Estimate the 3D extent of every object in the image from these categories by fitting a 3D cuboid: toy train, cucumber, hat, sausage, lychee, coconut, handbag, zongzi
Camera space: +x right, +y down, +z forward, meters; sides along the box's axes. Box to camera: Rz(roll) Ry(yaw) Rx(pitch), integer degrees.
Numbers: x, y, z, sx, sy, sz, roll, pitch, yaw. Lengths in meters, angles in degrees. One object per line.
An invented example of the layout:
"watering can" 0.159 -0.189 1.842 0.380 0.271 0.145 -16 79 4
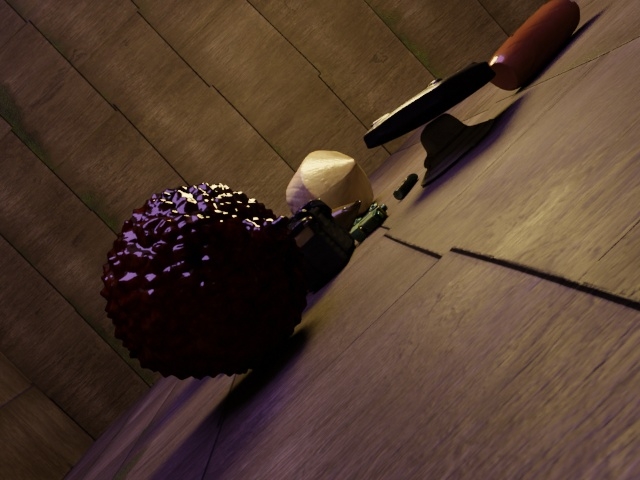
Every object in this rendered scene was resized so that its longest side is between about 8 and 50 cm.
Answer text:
"toy train" 0.130 -0.050 1.743 0.122 0.050 0.081 -41 9 27
"cucumber" 0.246 -0.159 1.829 0.032 0.032 0.133 -40 5 45
"hat" 0.314 -0.260 1.642 0.252 0.110 0.252 -43 3 3
"sausage" 0.574 -0.528 1.726 0.304 0.121 0.121 -46 4 -13
"lychee" -0.222 0.080 1.311 0.500 0.424 0.424 -38 7 45
"coconut" 0.044 -0.179 2.300 0.329 0.329 0.329 -44 4 4
"handbag" -0.025 0.010 1.707 0.181 0.181 0.254 -42 4 20
"zongzi" 0.000 0.000 2.057 0.260 0.123 0.289 -51 10 -24

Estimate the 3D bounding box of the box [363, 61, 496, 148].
"box" 0.273 -0.344 1.642 0.290 0.073 0.289 -28 3 45
